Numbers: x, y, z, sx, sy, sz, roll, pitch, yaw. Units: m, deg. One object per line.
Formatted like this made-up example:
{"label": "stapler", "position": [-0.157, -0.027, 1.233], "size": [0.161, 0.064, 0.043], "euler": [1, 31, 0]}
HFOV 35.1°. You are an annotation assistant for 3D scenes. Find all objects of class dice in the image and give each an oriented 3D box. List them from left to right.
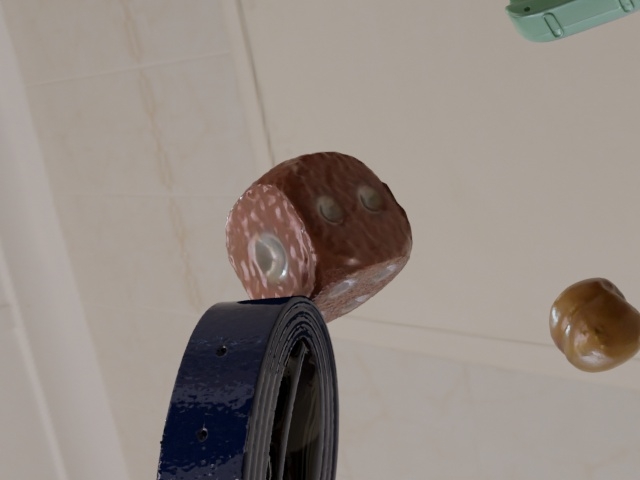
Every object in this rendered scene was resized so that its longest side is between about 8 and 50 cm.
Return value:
{"label": "dice", "position": [0.000, 0.000, 1.291], "size": [0.179, 0.174, 0.175], "euler": [-13, -116, -40]}

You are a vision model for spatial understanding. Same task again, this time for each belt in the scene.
{"label": "belt", "position": [-0.074, 0.231, 1.108], "size": [0.212, 0.117, 0.347], "euler": [48, -137, -53]}

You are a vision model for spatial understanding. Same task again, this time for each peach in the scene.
{"label": "peach", "position": [0.406, 0.129, 1.489], "size": [0.138, 0.138, 0.138], "euler": [-2, -87, -42]}

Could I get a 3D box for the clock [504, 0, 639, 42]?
{"label": "clock", "position": [0.262, -0.315, 1.055], "size": [0.066, 0.159, 0.211], "euler": [39, -139, -50]}
